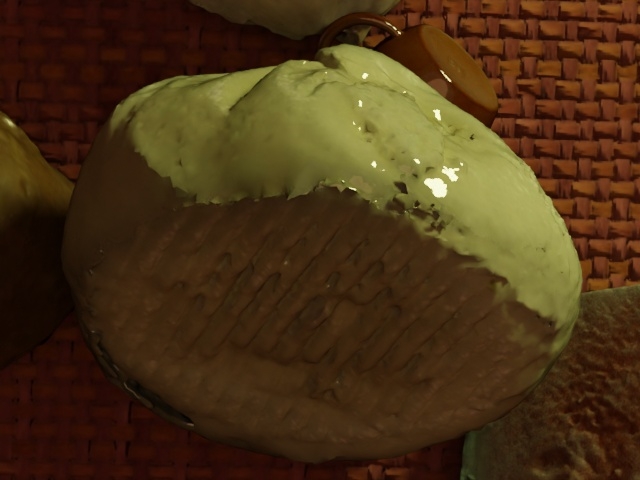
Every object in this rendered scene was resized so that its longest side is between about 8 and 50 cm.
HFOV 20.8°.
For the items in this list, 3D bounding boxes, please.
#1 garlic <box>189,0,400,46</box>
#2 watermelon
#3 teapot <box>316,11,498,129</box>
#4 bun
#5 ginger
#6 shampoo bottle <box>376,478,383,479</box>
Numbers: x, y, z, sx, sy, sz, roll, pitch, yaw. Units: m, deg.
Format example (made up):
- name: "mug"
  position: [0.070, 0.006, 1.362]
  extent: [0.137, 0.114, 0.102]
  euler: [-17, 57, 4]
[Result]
- name: "garlic"
  position: [-0.023, -0.257, 1.313]
  extent: [0.228, 0.110, 0.217]
  euler: [43, 87, -4]
- name: "watermelon"
  position: [0.239, 0.145, 1.300]
  extent: [0.261, 0.201, 0.213]
  euler: [0, 76, -1]
- name: "teapot"
  position: [0.065, -0.102, 1.329]
  extent: [0.173, 0.116, 0.116]
  euler: [43, 91, -15]
- name: "bun"
  position: [0.000, 0.000, 1.243]
  extent: [0.359, 0.360, 0.211]
  euler: [15, 49, -4]
- name: "ginger"
  position: [-0.302, -0.009, 1.260]
  extent: [0.269, 0.223, 0.200]
  euler: [9, 89, -1]
- name: "shampoo bottle"
  position: [0.137, 0.264, 1.374]
  extent: [0.227, 0.056, 0.086]
  euler: [21, 90, -4]
